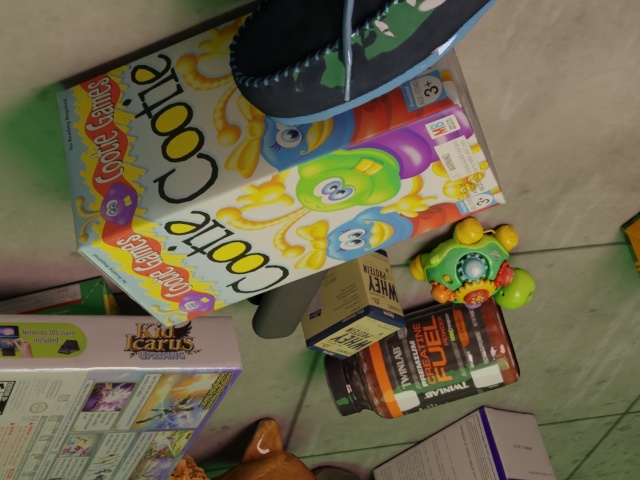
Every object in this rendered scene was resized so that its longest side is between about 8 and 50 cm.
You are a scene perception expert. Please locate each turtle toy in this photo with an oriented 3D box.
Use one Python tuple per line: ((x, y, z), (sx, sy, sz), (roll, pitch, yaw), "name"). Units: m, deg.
((0.157, 0.032, 1.279), (0.130, 0.066, 0.095), (10, 143, -36), "turtle toy")

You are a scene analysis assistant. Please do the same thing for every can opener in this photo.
((0.000, 0.000, 1.150), (0.093, 0.074, 0.280), (0, 149, -23), "can opener")

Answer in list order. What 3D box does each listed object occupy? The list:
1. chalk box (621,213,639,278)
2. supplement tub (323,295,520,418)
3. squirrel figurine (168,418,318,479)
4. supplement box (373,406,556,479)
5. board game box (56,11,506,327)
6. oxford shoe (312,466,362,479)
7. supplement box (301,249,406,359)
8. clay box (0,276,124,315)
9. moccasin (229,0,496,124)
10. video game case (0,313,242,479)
((0.486, 0.031, 1.304), (0.288, 0.179, 0.180), (8, 144, -35), "chalk box")
((0.107, 0.128, 1.386), (0.197, 0.106, 0.106), (-18, 151, 8), "supplement tub")
((-0.178, 0.363, 1.524), (0.370, 0.281, 0.397), (-24, 152, 5), "squirrel figurine")
((0.192, 0.323, 1.754), (0.111, 0.114, 0.220), (15, 139, -42), "supplement box")
((-0.029, -0.068, 0.934), (0.275, 0.144, 0.142), (-21, 149, 11), "board game box")
((0.042, 0.368, 1.820), (0.076, 0.076, 0.212), (-49, 130, -3), "oxford shoe")
((0.026, 0.057, 1.249), (0.083, 0.083, 0.056), (-32, 146, 30), "supplement box")
((-0.244, 0.120, 1.279), (0.127, 0.053, 0.222), (-13, 151, -1), "clay box")
((0.067, -0.210, 0.787), (0.342, 0.138, 0.117), (-39, 140, 14), "moccasin")
((-0.232, 0.160, 1.234), (0.244, 0.061, 0.269), (3, 146, -24), "video game case")
